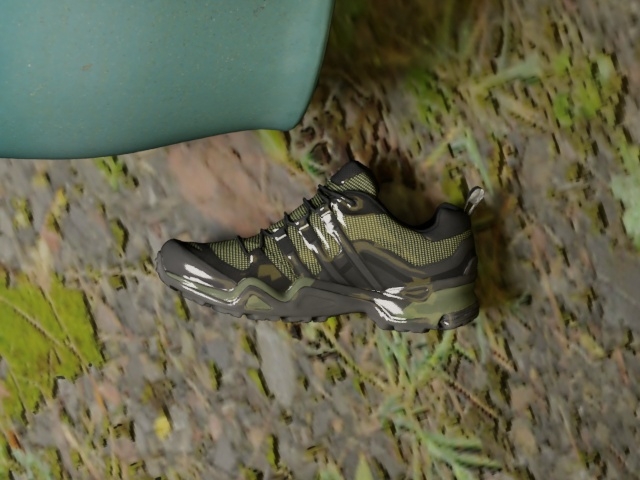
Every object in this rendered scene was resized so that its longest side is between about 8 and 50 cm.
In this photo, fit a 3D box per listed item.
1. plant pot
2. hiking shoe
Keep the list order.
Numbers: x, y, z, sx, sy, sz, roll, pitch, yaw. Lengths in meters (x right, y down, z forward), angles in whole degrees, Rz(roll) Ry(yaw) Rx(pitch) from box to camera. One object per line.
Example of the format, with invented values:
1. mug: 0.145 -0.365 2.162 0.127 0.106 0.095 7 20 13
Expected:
1. plant pot: -0.127 -0.169 0.831 0.255 0.272 0.272 6 105 -13
2. hiking shoe: 0.000 0.000 0.951 0.226 0.086 0.114 5 91 -2
